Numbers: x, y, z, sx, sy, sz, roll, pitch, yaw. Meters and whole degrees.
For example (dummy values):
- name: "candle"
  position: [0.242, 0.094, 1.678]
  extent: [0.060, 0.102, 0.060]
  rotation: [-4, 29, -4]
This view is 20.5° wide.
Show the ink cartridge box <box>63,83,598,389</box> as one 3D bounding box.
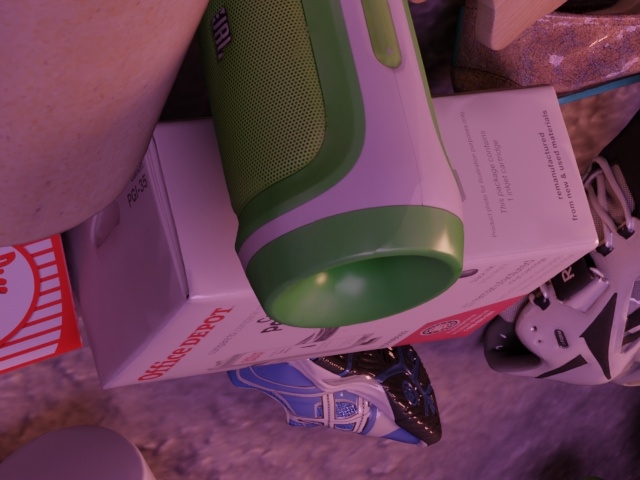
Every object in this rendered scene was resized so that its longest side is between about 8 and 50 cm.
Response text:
- name: "ink cartridge box"
  position: [0.000, 0.000, 1.138]
  extent: [0.283, 0.117, 0.207]
  rotation: [-7, 163, -25]

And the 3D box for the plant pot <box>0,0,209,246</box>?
- name: "plant pot"
  position: [-0.170, -0.176, 0.870]
  extent: [0.334, 0.334, 0.305]
  rotation: [-5, 137, -26]

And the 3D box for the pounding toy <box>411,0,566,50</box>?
- name: "pounding toy"
  position: [0.176, -0.215, 1.081]
  extent: [0.269, 0.155, 0.154]
  rotation: [-38, 151, -38]

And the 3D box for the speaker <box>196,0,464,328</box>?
- name: "speaker"
  position: [-0.007, -0.108, 0.980]
  extent: [0.131, 0.296, 0.131]
  rotation: [-11, 159, -4]

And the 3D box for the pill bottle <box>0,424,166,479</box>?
- name: "pill bottle"
  position: [-0.139, 0.276, 1.292]
  extent: [0.169, 0.169, 0.301]
  rotation: [-27, 132, -9]

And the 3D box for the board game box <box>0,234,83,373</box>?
- name: "board game box"
  position: [-0.259, 0.032, 1.128]
  extent: [0.193, 0.045, 0.147]
  rotation: [-19, 130, -16]

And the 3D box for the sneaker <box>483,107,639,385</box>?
- name: "sneaker"
  position: [0.194, 0.015, 1.278]
  extent: [0.146, 0.122, 0.330]
  rotation: [-4, 144, -10]

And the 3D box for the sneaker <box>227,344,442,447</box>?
- name: "sneaker"
  position: [0.015, 0.105, 1.324]
  extent: [0.081, 0.080, 0.211]
  rotation: [-31, 136, 25]

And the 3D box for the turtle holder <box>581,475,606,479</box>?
- name: "turtle holder"
  position: [0.381, 0.199, 1.507]
  extent: [0.320, 0.243, 0.227]
  rotation: [-8, 121, 28]

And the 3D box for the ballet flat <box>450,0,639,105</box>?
- name: "ballet flat"
  position: [0.236, -0.162, 1.223]
  extent: [0.316, 0.107, 0.106]
  rotation: [-13, 103, -22]
